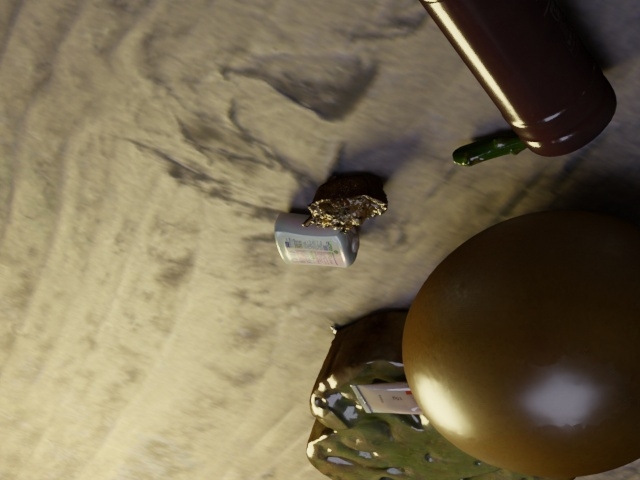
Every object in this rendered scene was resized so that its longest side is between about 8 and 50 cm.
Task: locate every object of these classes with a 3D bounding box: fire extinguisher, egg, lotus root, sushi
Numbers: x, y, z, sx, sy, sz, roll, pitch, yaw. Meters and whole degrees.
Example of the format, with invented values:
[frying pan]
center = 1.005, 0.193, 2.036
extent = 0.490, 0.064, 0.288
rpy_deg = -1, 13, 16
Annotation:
[fire extinguisher]
center = 0.142, -0.227, 1.263
extent = 0.102, 0.138, 0.344
rpy_deg = -42, 124, 2
[egg]
center = 0.245, 0.110, 1.477
extent = 0.351, 0.282, 0.282
rpy_deg = -8, 135, 47
[lotus root]
center = 0.162, 0.248, 1.835
extent = 0.375, 0.111, 0.390
rpy_deg = 3, 138, 14
[sushi]
center = 0.027, -0.038, 1.577
extent = 0.061, 0.060, 0.118
rpy_deg = 34, 142, -24

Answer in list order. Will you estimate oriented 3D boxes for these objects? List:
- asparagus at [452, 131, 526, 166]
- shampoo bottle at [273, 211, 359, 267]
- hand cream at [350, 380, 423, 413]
[asparagus]
center = 0.189, -0.099, 1.454
extent = 0.108, 0.025, 0.021
rpy_deg = -15, 173, 35
[shampoo bottle]
center = 0.000, 0.000, 1.649
extent = 0.099, 0.043, 0.072
rpy_deg = 4, 140, 20
[hand cream]
center = 0.144, 0.187, 1.680
extent = 0.216, 0.038, 0.052
rpy_deg = -6, 107, 24
